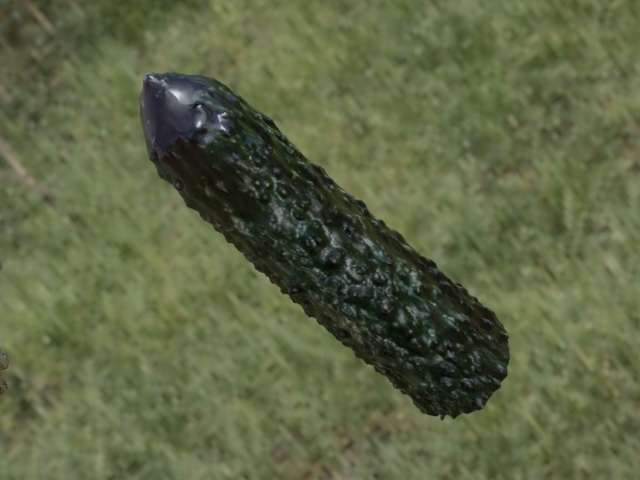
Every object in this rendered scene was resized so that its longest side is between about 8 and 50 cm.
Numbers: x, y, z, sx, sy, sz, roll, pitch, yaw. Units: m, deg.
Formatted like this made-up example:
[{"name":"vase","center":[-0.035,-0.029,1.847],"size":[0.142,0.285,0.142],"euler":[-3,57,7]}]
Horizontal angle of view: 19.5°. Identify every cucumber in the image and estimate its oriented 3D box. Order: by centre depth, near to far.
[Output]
[{"name":"cucumber","center":[0.000,0.000,1.340],"size":[0.096,0.359,0.096],"euler":[-31,36,26]}]

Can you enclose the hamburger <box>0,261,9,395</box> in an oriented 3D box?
[{"name":"hamburger","center":[-0.188,-0.004,0.598],"size":[0.245,0.155,0.282],"euler":[-16,-9,5]}]
